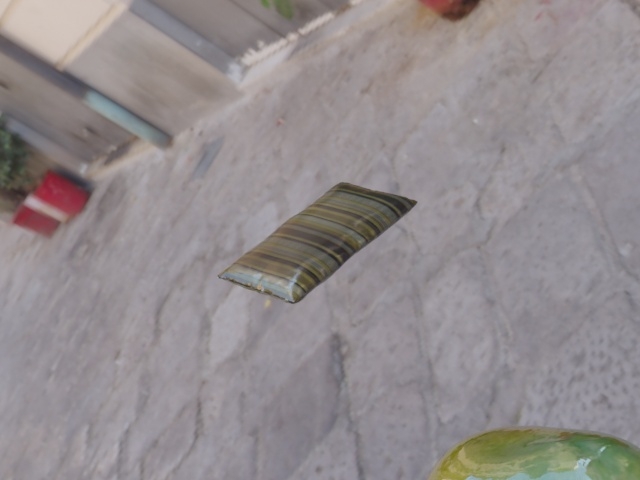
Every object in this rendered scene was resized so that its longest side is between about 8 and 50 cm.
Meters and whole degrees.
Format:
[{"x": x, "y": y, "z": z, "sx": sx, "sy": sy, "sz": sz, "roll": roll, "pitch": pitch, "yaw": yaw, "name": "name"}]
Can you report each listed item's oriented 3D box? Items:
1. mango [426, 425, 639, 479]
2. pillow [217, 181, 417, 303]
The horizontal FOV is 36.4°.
[{"x": 0.113, "y": 0.145, "z": 0.478, "sx": 0.092, "sy": 0.130, "sz": 0.194, "roll": -37, "pitch": -21, "yaw": -23, "name": "mango"}, {"x": 0.000, "y": 0.000, "z": 1.008, "sx": 0.113, "sy": 0.038, "sz": 0.203, "roll": 15, "pitch": 40, "yaw": 41, "name": "pillow"}]
